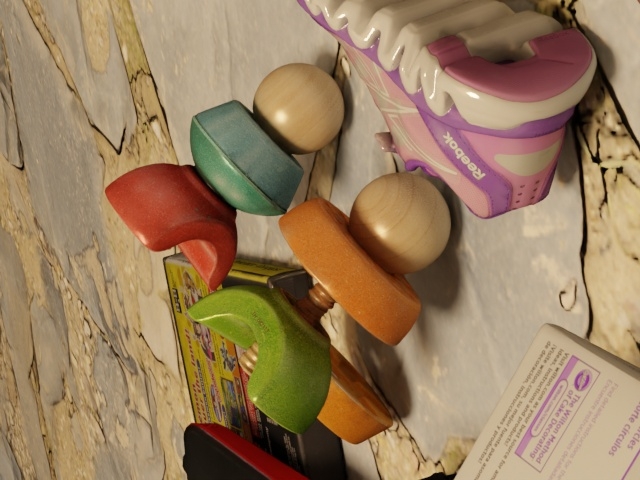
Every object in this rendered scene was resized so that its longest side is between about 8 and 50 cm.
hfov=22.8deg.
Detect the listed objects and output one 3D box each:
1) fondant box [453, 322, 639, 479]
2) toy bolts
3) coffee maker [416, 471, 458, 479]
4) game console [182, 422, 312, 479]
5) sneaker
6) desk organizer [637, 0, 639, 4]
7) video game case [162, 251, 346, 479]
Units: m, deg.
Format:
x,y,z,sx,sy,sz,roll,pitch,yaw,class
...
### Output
x,y,z,sx,sy,sz,roll,pitch,yaw,class
0.148,0.203,0.612,0.238,0.096,0.330,-61,31,3,fondant box
0.000,0.000,1.017,0.228,0.158,0.218,50,-173,30,toy bolts
0.063,0.236,0.880,0.120,0.171,0.178,81,167,-57,coffee maker
-0.006,0.356,1.161,0.342,0.060,0.386,20,118,53,game console
0.054,-0.090,0.838,0.236,0.095,0.104,49,152,47,sneaker
0.126,-0.144,0.690,0.050,0.047,0.130,102,146,-50,desk organizer
-0.048,0.149,1.270,0.248,0.035,0.275,7,110,66,video game case
